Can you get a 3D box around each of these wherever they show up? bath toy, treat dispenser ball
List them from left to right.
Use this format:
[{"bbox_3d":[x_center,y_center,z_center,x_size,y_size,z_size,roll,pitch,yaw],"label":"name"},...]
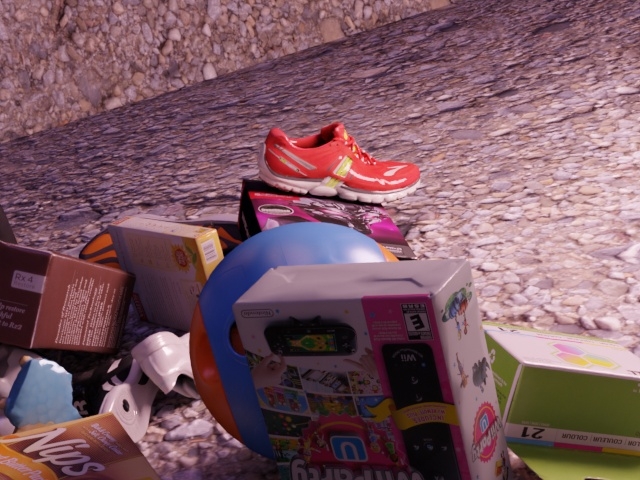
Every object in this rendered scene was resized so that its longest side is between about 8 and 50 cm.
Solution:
[{"bbox_3d":[-0.441,0.219,1.877,0.348,0.129,0.151,9,68,58],"label":"bath toy"},{"bbox_3d":[-0.011,0.121,1.590,0.288,0.288,0.288,-13,20,5],"label":"treat dispenser ball"}]

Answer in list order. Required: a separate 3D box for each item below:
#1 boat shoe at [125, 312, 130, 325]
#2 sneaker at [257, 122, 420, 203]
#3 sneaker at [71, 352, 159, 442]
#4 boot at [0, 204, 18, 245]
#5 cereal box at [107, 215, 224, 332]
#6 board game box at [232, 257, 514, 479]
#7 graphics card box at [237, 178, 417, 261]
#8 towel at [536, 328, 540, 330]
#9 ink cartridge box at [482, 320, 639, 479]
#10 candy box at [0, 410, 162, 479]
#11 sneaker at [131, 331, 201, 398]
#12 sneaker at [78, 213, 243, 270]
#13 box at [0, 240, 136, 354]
[{"bbox_3d":[-0.424,0.126,2.172,0.228,0.081,0.068,-3,20,19],"label":"boat shoe"},{"bbox_3d":[0.039,-0.131,2.191,0.279,0.118,0.107,4,17,-17],"label":"sneaker"},{"bbox_3d":[-0.296,0.231,1.831,0.121,0.079,0.217,-19,17,16],"label":"sneaker"},{"bbox_3d":[-0.620,0.027,1.943,0.367,0.445,0.146,-33,67,-21],"label":"boot"},{"bbox_3d":[-0.229,0.056,2.098,0.047,0.173,0.240,-29,25,-35],"label":"cereal box"},{"bbox_3d":[0.061,0.177,1.365,0.224,0.303,0.097,-3,23,29],"label":"board game box"},{"bbox_3d":[0.000,0.000,2.110,0.233,0.094,0.371,6,18,-10],"label":"graphics card box"},{"bbox_3d":[0.261,0.163,1.676,0.144,0.029,0.197,-20,20,-18],"label":"towel"},{"bbox_3d":[0.282,0.180,1.413,0.189,0.097,0.255,9,12,-20],"label":"ink cartridge box"},{"bbox_3d":[-0.283,0.305,1.546,0.183,0.087,0.316,-11,17,-21],"label":"candy box"},{"bbox_3d":[-0.176,0.178,1.886,0.080,0.094,0.212,-40,-18,26],"label":"sneaker"},{"bbox_3d":[-0.268,0.033,2.259,0.321,0.124,0.180,-11,19,9],"label":"sneaker"},{"bbox_3d":[-0.415,0.079,1.921,0.191,0.143,0.381,12,-6,11],"label":"box"}]
